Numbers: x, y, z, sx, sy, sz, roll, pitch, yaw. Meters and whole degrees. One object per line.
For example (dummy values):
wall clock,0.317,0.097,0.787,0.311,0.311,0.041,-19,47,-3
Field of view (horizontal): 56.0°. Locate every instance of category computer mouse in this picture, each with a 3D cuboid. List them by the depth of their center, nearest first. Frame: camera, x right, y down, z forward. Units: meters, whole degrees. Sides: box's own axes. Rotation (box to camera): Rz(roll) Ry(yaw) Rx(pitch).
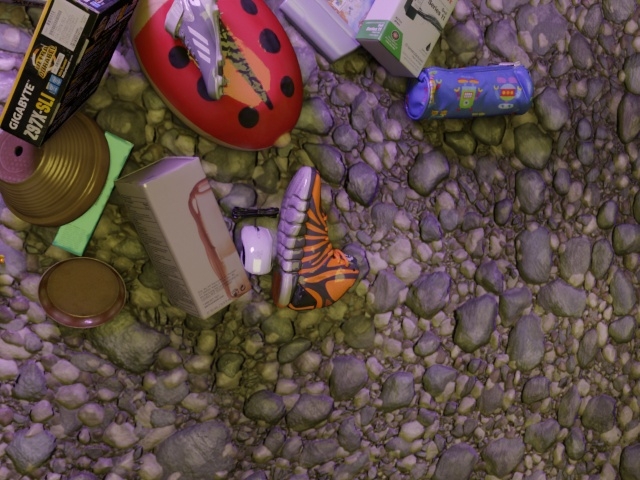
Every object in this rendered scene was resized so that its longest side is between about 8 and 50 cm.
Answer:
computer mouse,-0.132,-0.009,1.279,0.106,0.193,0.042,5,134,-17

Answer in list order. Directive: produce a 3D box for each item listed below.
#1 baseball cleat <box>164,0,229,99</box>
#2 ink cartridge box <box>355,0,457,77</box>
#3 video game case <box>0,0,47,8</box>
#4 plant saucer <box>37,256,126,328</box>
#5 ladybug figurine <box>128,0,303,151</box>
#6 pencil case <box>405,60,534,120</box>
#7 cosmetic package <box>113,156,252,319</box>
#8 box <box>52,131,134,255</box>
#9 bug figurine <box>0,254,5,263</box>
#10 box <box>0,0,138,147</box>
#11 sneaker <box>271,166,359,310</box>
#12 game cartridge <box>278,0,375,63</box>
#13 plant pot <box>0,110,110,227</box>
baseball cleat,-0.230,-0.361,1.118,0.109,0.072,0.205,-3,90,-1
ink cartridge box,0.194,-0.492,1.335,0.153,0.087,0.208,29,87,-40
video game case,-0.517,-0.593,1.184,0.244,0.061,0.269,4,92,-16
plant saucer,-0.484,0.102,1.229,0.168,0.029,0.168,-7,117,-13
ladybug figurine,-0.200,-0.380,1.235,0.305,0.162,0.449,-43,103,-10
pencil case,0.354,-0.352,1.415,0.306,0.119,0.133,-7,124,-16
cosmetic package,-0.270,-0.008,1.201,0.129,0.153,0.296,-33,118,-30
box,-0.454,-0.094,1.213,0.060,0.100,0.244,25,87,-17
bug figurine,-0.743,0.003,1.117,0.216,0.072,0.279,-23,130,-1
box,-0.423,-0.335,1.052,0.079,0.322,0.257,27,117,-17
sneaker,0.000,0.000,1.350,0.180,0.124,0.321,6,102,-20
game cartridge,0.073,-0.558,1.360,0.198,0.062,0.297,41,82,-10
plant pot,-0.527,-0.151,1.127,0.237,0.110,0.237,-3,78,16
